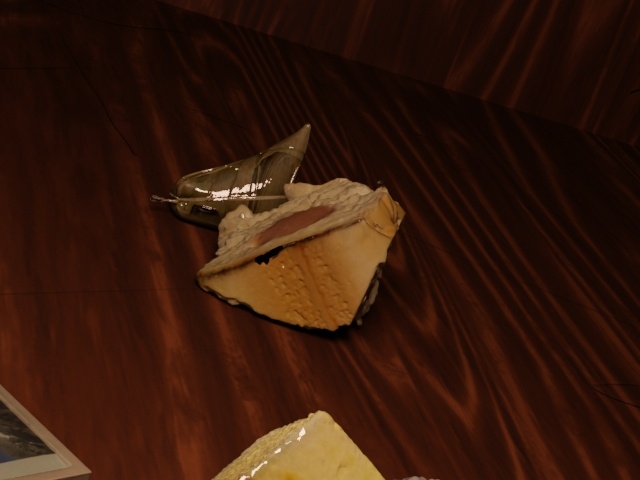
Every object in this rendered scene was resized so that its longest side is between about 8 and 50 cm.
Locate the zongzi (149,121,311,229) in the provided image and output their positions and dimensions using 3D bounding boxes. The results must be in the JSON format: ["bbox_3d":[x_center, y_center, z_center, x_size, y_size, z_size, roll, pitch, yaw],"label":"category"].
[{"bbox_3d":[-0.121,-0.101,2.213,0.189,0.178,0.081,17,2,-11],"label":"zongzi"}]

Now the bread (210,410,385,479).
[{"bbox_3d":[-0.045,0.280,1.346,0.240,0.135,0.178,-40,91,-27],"label":"bread"}]

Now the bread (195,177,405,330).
[{"bbox_3d":[-0.007,-0.009,2.042,0.224,0.211,0.183,26,26,-4],"label":"bread"}]

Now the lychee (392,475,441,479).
[{"bbox_3d":[0.095,0.300,1.430,0.165,0.165,0.197,16,48,-17],"label":"lychee"}]

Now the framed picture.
[{"bbox_3d":[-0.371,0.158,1.513,0.281,0.019,0.209,35,24,33],"label":"framed picture"}]
